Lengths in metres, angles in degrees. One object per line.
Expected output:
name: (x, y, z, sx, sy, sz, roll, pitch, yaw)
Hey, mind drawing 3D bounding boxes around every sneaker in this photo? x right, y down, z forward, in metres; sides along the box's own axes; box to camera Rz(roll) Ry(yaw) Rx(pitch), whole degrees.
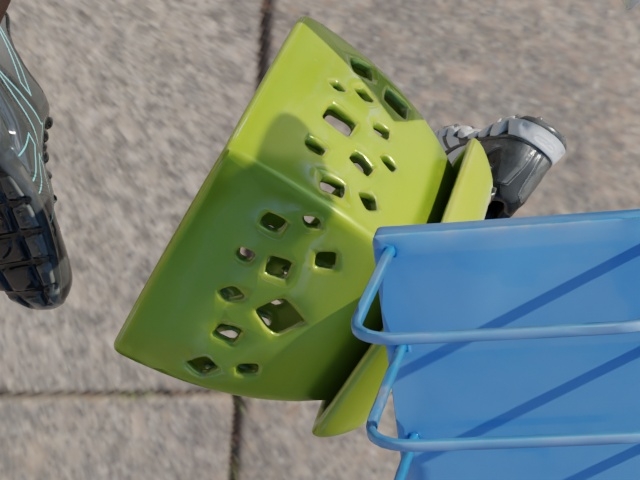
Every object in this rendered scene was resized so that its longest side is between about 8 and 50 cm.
sneaker: (0.145, -0.058, 1.558, 0.078, 0.234, 0.106, 36, 74, -17)
sneaker: (-0.256, -0.072, 1.324, 0.106, 0.101, 0.267, -38, 115, -50)

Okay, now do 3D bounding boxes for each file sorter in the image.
file sorter: (0.081, 0.087, 0.578, 0.118, 0.104, 0.170, -4, 107, 13)

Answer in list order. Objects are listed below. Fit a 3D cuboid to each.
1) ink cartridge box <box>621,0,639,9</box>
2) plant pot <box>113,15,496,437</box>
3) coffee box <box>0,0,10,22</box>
ink cartridge box: (0.221, -0.273, 1.144, 0.104, 0.061, 0.181, -30, 83, 5)
plant pot: (0.000, 0.000, 1.237, 0.207, 0.227, 0.228, 29, 126, -3)
coffee box: (-0.216, -0.171, 0.705, 0.098, 0.246, 0.141, 32, 107, 12)
